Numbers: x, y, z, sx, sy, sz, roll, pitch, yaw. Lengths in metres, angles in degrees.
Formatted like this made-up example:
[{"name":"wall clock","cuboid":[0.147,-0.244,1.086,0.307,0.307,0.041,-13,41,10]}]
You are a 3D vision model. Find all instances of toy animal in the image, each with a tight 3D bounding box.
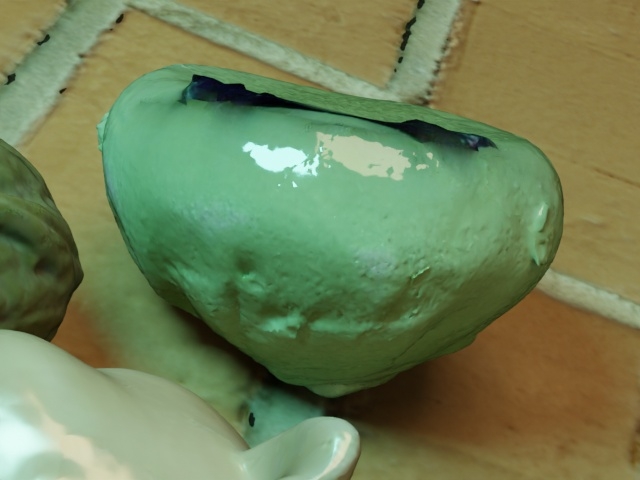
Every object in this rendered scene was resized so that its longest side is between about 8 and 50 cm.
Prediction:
[{"name":"toy animal","cuboid":[-0.123,0.182,0.692,0.269,0.237,0.326,-3,44,-21]}]

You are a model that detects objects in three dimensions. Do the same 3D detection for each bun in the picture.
[{"name":"bun","cuboid":[0.000,0.000,1.056,0.293,0.187,0.293,14,9,-2]}]

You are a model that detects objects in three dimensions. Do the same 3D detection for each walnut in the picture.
[{"name":"walnut","cuboid":[-0.237,0.007,0.914,0.230,0.178,0.178,10,34,-28]}]
